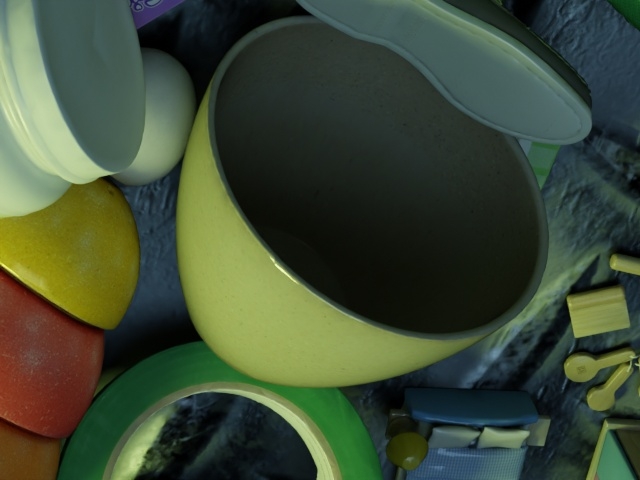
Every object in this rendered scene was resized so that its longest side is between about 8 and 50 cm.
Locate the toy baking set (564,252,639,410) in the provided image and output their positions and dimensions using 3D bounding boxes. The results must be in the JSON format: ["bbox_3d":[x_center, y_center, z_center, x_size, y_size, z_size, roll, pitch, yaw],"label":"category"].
[{"bbox_3d":[0.371,0.104,1.761,0.256,0.030,0.197,8,124,-7],"label":"toy baking set"}]

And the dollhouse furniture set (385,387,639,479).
[{"bbox_3d":[0.199,0.330,1.764,0.303,0.198,0.286,5,119,-12],"label":"dollhouse furniture set"}]

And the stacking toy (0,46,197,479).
[{"bbox_3d":[-0.281,0.025,1.488,0.350,0.350,0.480,37,90,-26],"label":"stacking toy"}]

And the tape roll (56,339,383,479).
[{"bbox_3d":[-0.100,0.258,1.643,0.321,0.077,0.321,2,83,-12],"label":"tape roll"}]

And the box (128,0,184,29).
[{"bbox_3d":[-0.248,-0.237,1.398,0.293,0.057,0.201,-26,122,25],"label":"box"}]

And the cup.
[{"bbox_3d":[0.000,0.000,1.502,0.331,0.331,0.237,21,139,-20],"label":"cup"}]

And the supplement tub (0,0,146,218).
[{"bbox_3d":[-0.323,-0.120,1.312,0.324,0.235,0.235,-10,122,16],"label":"supplement tub"}]

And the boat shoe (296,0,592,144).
[{"bbox_3d":[0.116,-0.192,1.473,0.305,0.091,0.109,31,144,-9],"label":"boat shoe"}]

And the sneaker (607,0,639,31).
[{"bbox_3d":[0.210,-0.269,1.490,0.295,0.109,0.123,31,139,-29],"label":"sneaker"}]

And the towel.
[{"bbox_3d":[0.149,-0.079,1.624,0.152,0.023,0.113,11,120,-18],"label":"towel"}]
